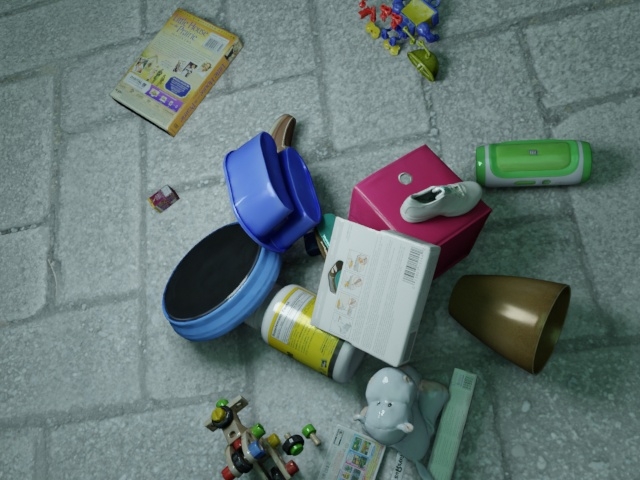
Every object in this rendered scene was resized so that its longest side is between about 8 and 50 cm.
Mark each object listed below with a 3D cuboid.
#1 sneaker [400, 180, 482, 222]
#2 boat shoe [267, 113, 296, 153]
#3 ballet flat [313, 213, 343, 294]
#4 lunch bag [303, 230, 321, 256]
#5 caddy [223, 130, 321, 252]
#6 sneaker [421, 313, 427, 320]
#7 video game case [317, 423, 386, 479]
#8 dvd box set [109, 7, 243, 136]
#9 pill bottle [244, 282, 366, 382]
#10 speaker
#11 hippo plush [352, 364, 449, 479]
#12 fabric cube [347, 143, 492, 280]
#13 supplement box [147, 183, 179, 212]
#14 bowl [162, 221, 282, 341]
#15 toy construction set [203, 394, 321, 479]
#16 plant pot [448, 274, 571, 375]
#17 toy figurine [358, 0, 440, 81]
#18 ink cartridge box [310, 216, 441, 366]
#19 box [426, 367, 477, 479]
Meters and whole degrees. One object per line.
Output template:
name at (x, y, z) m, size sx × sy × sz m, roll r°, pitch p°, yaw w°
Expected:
sneaker at (0.298, -0.104, 1.363) m, size 0.212 × 0.094 × 0.080 m, roll -18°, pitch 63°, yaw -12°
boat shoe at (-0.125, -0.237, 1.795) m, size 0.117 × 0.123 × 0.324 m, roll 15°, pitch 85°, yaw 14°
ballet flat at (0.071, 0.085, 1.567) m, size 0.116 × 0.124 × 0.342 m, roll -24°, pitch 63°, yaw -4°
lunch bag at (0.000, 0.000, 1.703) m, size 0.099 × 0.067 × 0.065 m, roll -16°, pitch 70°, yaw 5°
caddy at (-0.146, -0.130, 1.579) m, size 0.179 × 0.241 × 0.341 m, roll -34°, pitch 55°, yaw 26°
sneaker at (0.232, 0.153, 1.603) m, size 0.084 × 0.069 × 0.185 m, roll -12°, pitch 63°, yaw -15°
video game case at (0.084, 0.589, 1.511) m, size 0.143 × 0.019 × 0.157 m, roll 18°, pitch 76°, yaw 18°
dvd box set at (-0.517, -0.607, 2.039) m, size 0.308 × 0.062 × 0.420 m, roll 31°, pitch 82°, yaw 21°
pill bottle at (-0.039, 0.237, 1.569) m, size 0.334 × 0.188 × 0.187 m, roll 24°, pitch 79°, yaw 21°
speaker at (0.591, -0.215, 1.601) m, size 0.297 × 0.131 × 0.131 m, roll -1°, pitch 72°, yaw 13°
hippo plush at (0.162, 0.430, 1.398) m, size 0.235 × 0.237 × 0.294 m, roll -2°, pitch 65°, yaw 35°
fabric cube at (0.250, -0.046, 1.527) m, size 0.254 × 0.259 × 0.258 m, roll -31°, pitch 66°, yaw -18°
supplement box at (-0.517, -0.138, 1.883) m, size 0.083 × 0.055 × 0.043 m, roll -37°, pitch 67°, yaw -1°
bowl at (-0.290, 0.103, 1.630) m, size 0.391 × 0.077 × 0.391 m, roll -25°, pitch 38°, yaw 21°
toy construction set at (-0.213, 0.563, 1.517) m, size 0.237 × 0.258 × 0.308 m, roll 44°, pitch 109°, yaw 40°
plant pot at (0.468, 0.182, 1.459) m, size 0.255 × 0.237 × 0.237 m, roll 21°, pitch 78°, yaw 33°
toy figurine at (0.311, -0.703, 1.809) m, size 0.217 × 0.191 × 0.362 m, roll -38°, pitch 68°, yaw -6°
ink cartridge box at (0.126, 0.115, 1.376) m, size 0.261 × 0.066 × 0.296 m, roll 22°, pitch 105°, yaw 32°
box at (0.331, 0.490, 1.459) m, size 0.067 × 0.063 × 0.323 m, roll 13°, pitch 75°, yaw 19°
